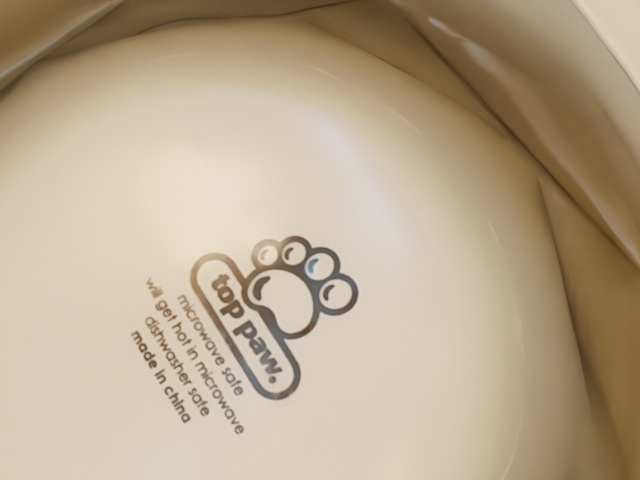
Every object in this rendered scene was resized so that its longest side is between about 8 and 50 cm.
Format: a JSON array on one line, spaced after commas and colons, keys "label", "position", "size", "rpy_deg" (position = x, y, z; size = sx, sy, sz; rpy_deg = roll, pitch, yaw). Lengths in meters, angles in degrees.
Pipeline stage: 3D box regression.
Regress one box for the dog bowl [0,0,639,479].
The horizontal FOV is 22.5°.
[{"label": "dog bowl", "position": [-0.040, 0.042, 0.566], "size": [0.150, 0.408, 0.407], "rpy_deg": [61, -141, -77]}]
